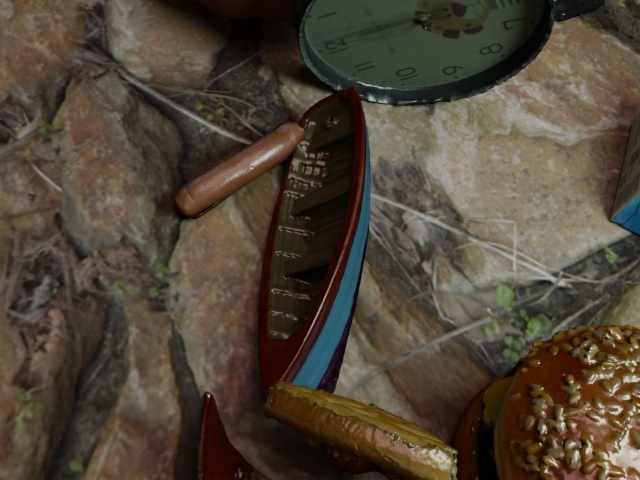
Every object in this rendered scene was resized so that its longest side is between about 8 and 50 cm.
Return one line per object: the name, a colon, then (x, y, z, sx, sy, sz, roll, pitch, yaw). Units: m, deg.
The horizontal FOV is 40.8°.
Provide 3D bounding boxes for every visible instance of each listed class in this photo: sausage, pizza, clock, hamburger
sausage: (-0.090, -0.083, 0.980, 0.177, 0.047, 0.040, -36, 100, -19)
pizza: (0.046, 0.188, 0.818, 0.188, 0.199, 0.062, 21, 87, 18)
clock: (0.120, -0.263, 1.007, 0.313, 0.312, 0.061, 5, 65, -15)
hamburger: (0.282, 0.218, 0.832, 0.291, 0.225, 0.291, 8, 56, -12)

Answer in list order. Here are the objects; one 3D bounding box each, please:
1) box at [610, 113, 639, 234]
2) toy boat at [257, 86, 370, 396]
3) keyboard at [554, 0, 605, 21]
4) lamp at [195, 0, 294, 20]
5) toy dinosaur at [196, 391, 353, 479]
box: (0.461, -0.116, 1.128, 0.073, 0.139, 0.194, 26, 57, -2)
toy boat: (0.000, 0.000, 0.939, 0.079, 0.136, 0.392, 34, 49, -35)
keyboard: (0.318, -0.364, 1.299, 0.262, 0.016, 0.106, -22, 70, -26)
lamp: (-0.084, -0.425, 1.073, 0.305, 0.239, 0.305, 7, 60, -13)
toy dinosaur: (0.015, 0.271, 0.784, 0.207, 0.113, 0.327, -19, 65, -30)
